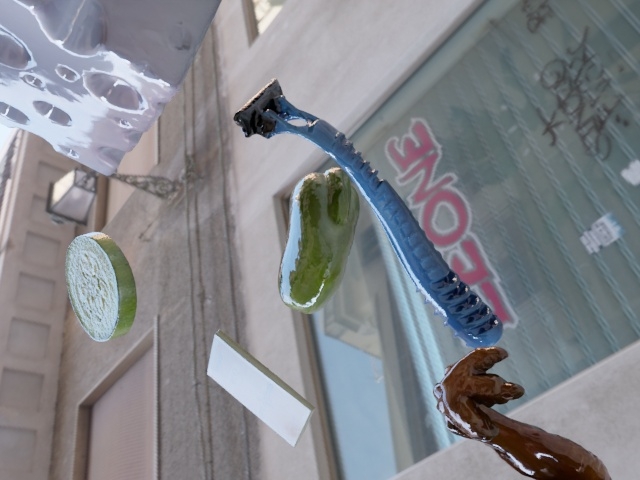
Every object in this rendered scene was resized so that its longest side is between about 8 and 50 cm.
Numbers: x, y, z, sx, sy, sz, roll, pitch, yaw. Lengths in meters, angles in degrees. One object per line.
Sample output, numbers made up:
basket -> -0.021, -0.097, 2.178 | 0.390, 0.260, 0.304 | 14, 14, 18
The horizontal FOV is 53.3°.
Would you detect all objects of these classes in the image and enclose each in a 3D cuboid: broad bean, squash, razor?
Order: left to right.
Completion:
squash -> -0.509, 0.103, 1.462 | 0.048, 0.252, 0.252 | -16, -113, -45
broad bean -> 0.000, 0.000, 0.759 | 0.082, 0.175, 0.124 | 7, -178, -17
razor -> 0.045, -0.014, 0.456 | 0.253, 0.042, 0.082 | 48, -150, -12

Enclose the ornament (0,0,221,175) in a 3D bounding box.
ornament -> -0.207, -0.233, 0.512 | 0.239, 0.239, 0.239 | 28, -112, -22

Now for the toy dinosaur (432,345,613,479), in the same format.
toy dinosaur -> 0.112, 0.155, 0.345 | 0.208, 0.432, 0.097 | 51, -120, -31

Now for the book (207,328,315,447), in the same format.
book -> -0.125, 0.296, 1.263 | 0.241, 0.170, 0.018 | 35, -131, 15
